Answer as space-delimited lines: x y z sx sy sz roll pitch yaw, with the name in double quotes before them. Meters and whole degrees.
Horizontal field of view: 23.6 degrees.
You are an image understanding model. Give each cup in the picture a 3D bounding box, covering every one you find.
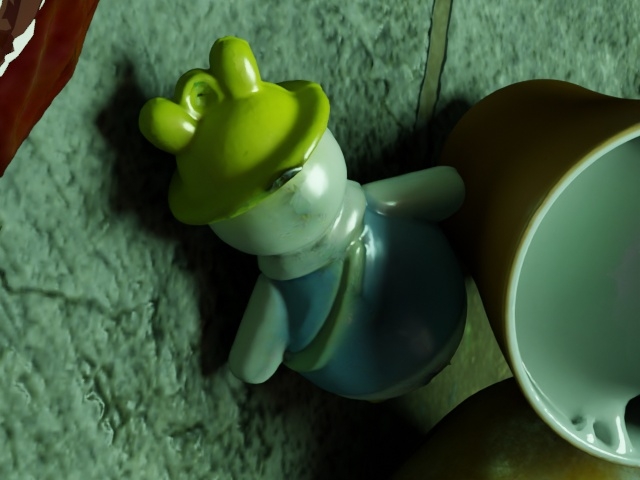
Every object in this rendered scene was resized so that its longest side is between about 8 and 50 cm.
"cup" 0.170 0.014 0.842 0.182 0.264 0.226 -38 109 2

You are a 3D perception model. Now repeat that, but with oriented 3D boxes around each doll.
"doll" 0.000 -0.001 0.771 0.241 0.135 0.098 51 28 -36

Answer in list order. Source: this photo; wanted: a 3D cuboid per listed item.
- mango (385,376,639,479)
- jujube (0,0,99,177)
"mango" 0.087 0.248 0.852 0.384 0.199 0.221 -55 140 -14
"jujube" -0.166 -0.076 0.486 0.174 0.174 0.250 50 52 -43
